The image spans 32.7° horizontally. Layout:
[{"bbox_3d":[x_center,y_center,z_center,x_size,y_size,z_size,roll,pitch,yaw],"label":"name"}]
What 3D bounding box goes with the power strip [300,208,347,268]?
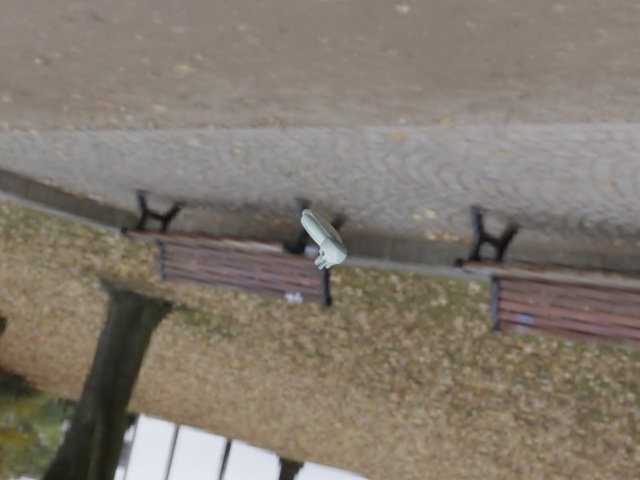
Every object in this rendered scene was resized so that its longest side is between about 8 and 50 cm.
[{"bbox_3d":[0.000,0.000,1.127,0.055,0.035,0.083,39,-169,-34],"label":"power strip"}]
